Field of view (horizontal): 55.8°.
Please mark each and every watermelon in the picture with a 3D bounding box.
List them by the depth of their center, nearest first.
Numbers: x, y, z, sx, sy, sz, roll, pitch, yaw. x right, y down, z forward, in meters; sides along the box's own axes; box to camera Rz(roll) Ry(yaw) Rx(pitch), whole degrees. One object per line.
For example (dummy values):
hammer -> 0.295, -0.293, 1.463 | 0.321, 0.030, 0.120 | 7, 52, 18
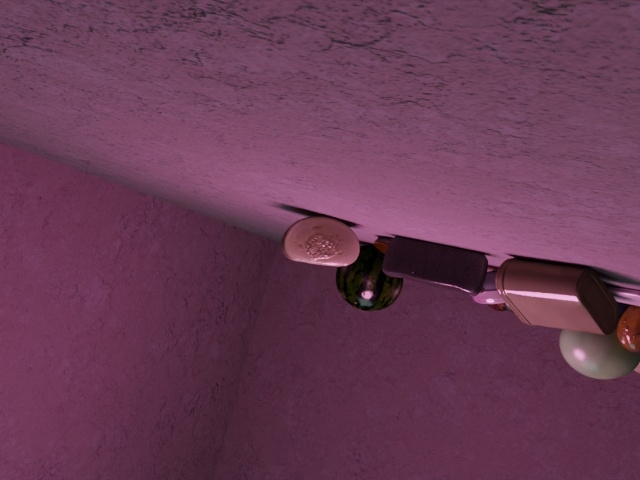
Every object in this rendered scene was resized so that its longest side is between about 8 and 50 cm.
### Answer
watermelon -> 0.204, 0.157, 2.528 | 0.286, 0.284, 0.285 | 15, 176, 1

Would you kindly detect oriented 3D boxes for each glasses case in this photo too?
glasses case -> 0.348, 0.075, 1.859 | 0.323, 0.131, 0.074 | 12, 166, 34

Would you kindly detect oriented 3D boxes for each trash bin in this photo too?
trash bin -> 0.632, 0.149, 1.620 | 0.243, 0.121, 0.248 | 44, 158, -28

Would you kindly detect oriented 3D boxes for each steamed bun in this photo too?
steamed bun -> 0.000, 0.000, 1.957 | 0.250, 0.154, 0.200 | 9, 180, -3

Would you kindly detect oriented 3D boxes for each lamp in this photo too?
lamp -> 0.635, 0.157, 2.094 | 0.246, 0.107, 0.179 | -3, -169, 10

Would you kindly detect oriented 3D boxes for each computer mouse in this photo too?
computer mouse -> 0.330, 0.055, 2.126 | 0.311, 0.071, 0.158 | 16, 178, -30

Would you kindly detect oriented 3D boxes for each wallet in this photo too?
wallet -> 0.879, 0.159, 1.763 | 0.124, 0.031, 0.183 | 25, 173, -32

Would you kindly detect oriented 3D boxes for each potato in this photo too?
potato -> 0.969, 0.250, 1.802 | 0.137, 0.176, 0.137 | 41, -156, -23

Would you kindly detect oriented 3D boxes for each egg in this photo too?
egg -> 0.907, 0.337, 1.954 | 0.270, 0.220, 0.220 | 12, 178, -24

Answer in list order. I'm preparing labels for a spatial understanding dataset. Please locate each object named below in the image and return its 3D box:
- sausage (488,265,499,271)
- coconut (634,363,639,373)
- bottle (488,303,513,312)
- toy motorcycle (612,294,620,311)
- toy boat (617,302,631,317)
sausage -> 0.612, 0.100, 2.072 | 0.100, 0.015, 0.015 | 13, 176, 34
coconut -> 1.243, 0.396, 2.245 | 0.242, 0.241, 0.241 | 15, 176, 1
bottle -> 0.710, 0.206, 2.327 | 0.156, 0.143, 0.271 | 41, 171, -5
toy motorcycle -> 0.769, 0.165, 1.725 | 0.136, 0.092, 0.254 | 12, 157, 46
toy boat -> 1.103, 0.285, 2.071 | 0.216, 0.123, 0.330 | 16, 178, 10
